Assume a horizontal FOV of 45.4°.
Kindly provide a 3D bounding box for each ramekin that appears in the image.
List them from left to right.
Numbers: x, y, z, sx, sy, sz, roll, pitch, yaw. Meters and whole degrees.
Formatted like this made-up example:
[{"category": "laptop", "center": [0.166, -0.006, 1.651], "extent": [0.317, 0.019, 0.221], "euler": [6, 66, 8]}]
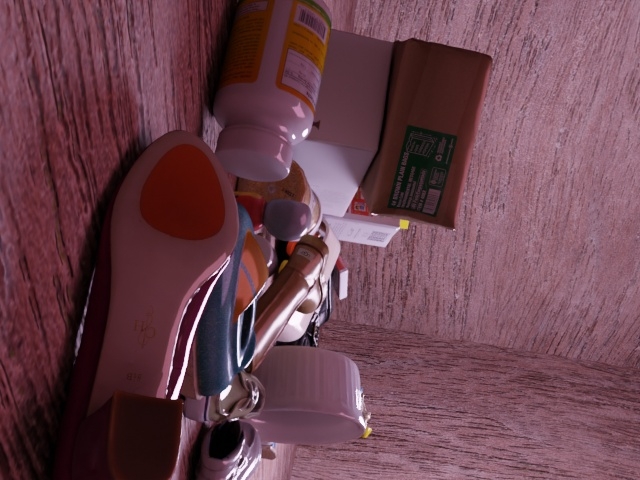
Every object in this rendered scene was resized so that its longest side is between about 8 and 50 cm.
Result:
[{"category": "ramekin", "center": [-0.047, 0.311, 1.533], "extent": [0.277, 0.277, 0.135], "euler": [90, 2, -63]}]

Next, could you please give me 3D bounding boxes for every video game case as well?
[{"category": "video game case", "center": [0.000, 0.000, 2.026], "extent": [0.204, 0.025, 0.285], "euler": [88, -23, -67]}]

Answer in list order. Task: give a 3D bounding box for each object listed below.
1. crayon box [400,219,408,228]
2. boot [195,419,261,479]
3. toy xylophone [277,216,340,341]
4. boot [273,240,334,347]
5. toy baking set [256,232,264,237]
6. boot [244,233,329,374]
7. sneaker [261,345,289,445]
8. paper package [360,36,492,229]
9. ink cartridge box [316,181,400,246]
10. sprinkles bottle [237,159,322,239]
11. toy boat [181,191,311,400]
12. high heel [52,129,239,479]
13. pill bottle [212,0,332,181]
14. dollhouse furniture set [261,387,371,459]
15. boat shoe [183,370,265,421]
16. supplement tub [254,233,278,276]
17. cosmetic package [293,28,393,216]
[{"category": "crayon box", "center": [0.097, -0.128, 2.119], "extent": [0.202, 0.318, 0.081], "euler": [91, 9, -63]}, {"category": "boot", "center": [-0.151, 0.357, 1.332], "extent": [0.258, 0.095, 0.124], "euler": [-65, 170, -71]}, {"category": "toy xylophone", "center": [-0.049, 0.072, 1.691], "extent": [0.323, 0.081, 0.236], "euler": [-63, 158, -22]}, {"category": "boot", "center": [-0.065, 0.174, 1.894], "extent": [0.348, 0.131, 0.260], "euler": [76, 33, -41]}, {"category": "toy baking set", "center": [-0.136, 0.115, 1.491], "extent": [0.256, 0.030, 0.197], "euler": [-77, 174, -46]}, {"category": "boot", "center": [-0.086, 0.143, 1.416], "extent": [0.270, 0.089, 0.236], "euler": [-55, 161, -34]}, {"category": "sneaker", "center": [-0.115, 0.332, 1.724], "extent": [0.226, 0.086, 0.164], "euler": [-92, -162, -58]}, {"category": "paper package", "center": [0.193, -0.215, 1.479], "extent": [0.309, 0.168, 0.325], "euler": [-89, -169, -77]}, {"category": "ink cartridge box", "center": [0.058, -0.166, 1.923], "extent": [0.130, 0.271, 0.310], "euler": [120, -23, -63]}, {"category": "sprinkles bottle", "center": [-0.068, -0.071, 1.427], "extent": [0.355, 0.121, 0.121], "euler": [47, 52, -84]}, {"category": "toy boat", "center": [-0.105, 0.028, 0.969], "extent": [0.318, 0.148, 0.268], "euler": [-74, 171, -55]}, {"category": "high heel", "center": [-0.176, 0.074, 0.722], "extent": [0.181, 0.127, 0.377], "euler": [-43, -149, 47]}, {"category": "pill bottle", "center": [-0.069, -0.211, 1.039], "extent": [0.136, 0.136, 0.246], "euler": [86, 14, -71]}, {"category": "dollhouse furniture set", "center": [-0.010, 0.484, 2.054], "extent": [0.286, 0.303, 0.198], "euler": [90, 9, -62]}, {"category": "boat shoe", "center": [-0.144, 0.233, 1.209], "extent": [0.302, 0.094, 0.109], "euler": [76, 23, -79]}, {"category": "supplement tub", "center": [-0.114, 0.031, 1.359], "extent": [0.107, 0.070, 0.071], "euler": [78, 21, -79]}, {"category": "cosmetic package", "center": [0.020, -0.225, 1.599], "extent": [0.453, 0.161, 0.230], "euler": [115, -14, -76]}]
